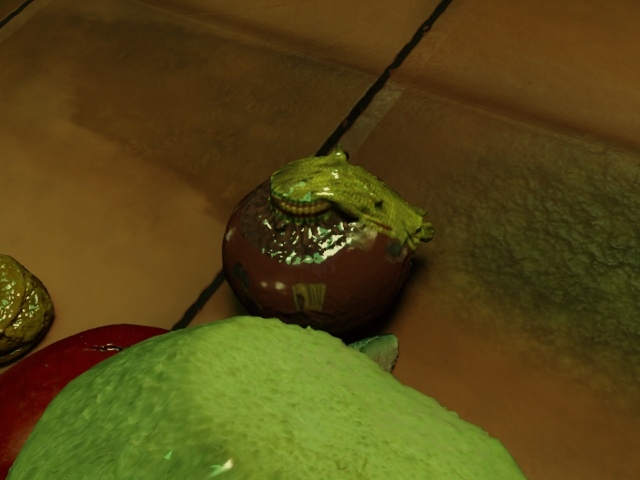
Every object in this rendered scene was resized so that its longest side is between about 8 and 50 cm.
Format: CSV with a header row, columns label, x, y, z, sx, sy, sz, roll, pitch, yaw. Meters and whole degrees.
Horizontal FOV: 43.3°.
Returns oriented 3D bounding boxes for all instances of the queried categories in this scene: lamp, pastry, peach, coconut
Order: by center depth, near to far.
label,x,y,z,sx,sy,sz,roll,pitch,yaw
coconut,-0.038,0.215,0.393,0.328,0.329,0.281,-7,21,5
peach,-0.201,0.142,0.619,0.279,0.068,0.189,-15,49,0
lamp,-0.004,-0.002,0.648,0.156,0.135,0.157,23,62,26
pastry,-0.291,0.061,0.707,0.109,0.057,0.097,-6,57,9

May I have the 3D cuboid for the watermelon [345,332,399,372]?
label,x,y,z,sx,sy,sz,roll,pitch,yaw
watermelon,0.004,0.123,0.611,0.101,0.080,0.155,-9,43,51
